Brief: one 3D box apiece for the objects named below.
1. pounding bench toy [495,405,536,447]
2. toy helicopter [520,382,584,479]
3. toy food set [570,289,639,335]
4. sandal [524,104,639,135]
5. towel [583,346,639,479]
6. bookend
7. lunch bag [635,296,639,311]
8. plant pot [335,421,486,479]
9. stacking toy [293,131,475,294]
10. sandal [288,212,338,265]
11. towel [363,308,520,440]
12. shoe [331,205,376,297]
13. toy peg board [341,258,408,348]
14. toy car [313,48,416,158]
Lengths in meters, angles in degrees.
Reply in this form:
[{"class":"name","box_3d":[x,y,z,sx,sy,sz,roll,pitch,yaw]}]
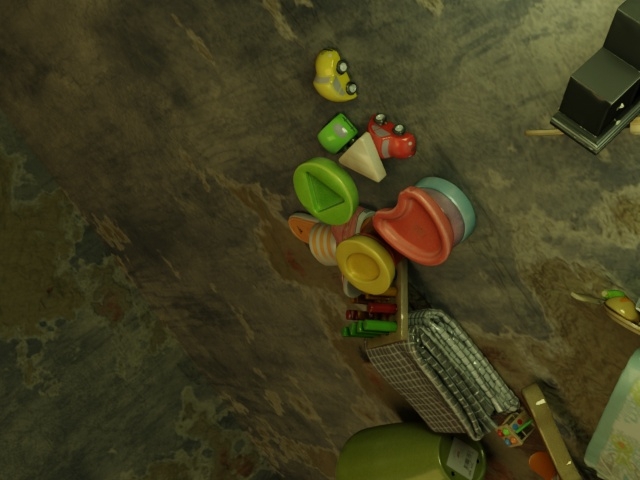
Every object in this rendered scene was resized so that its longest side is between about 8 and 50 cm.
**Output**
[{"class":"pounding bench toy","box_3d":[0.391,0.367,2.185,0.052,0.065,0.083,49,155,0]},{"class":"toy helicopter","box_3d":[0.464,0.433,2.087,0.235,0.140,0.355,-1,-112,-85]},{"class":"toy food set","box_3d":[0.480,0.115,1.655,0.132,0.039,0.192,13,-163,-45]},{"class":"sandal","box_3d":[0.374,-0.178,1.450,0.240,0.088,0.079,5,100,48]},{"class":"towel","box_3d":[0.604,0.356,1.801,0.320,0.090,0.374,34,152,22]},{"class":"bookend","box_3d":[0.359,-0.209,1.302,0.072,0.156,0.157,39,153,20]},{"class":"lunch bag","box_3d":[0.493,0.068,1.580,0.053,0.071,0.083,43,156,21]},{"class":"plant pot","box_3d":[0.228,0.516,2.486,0.275,0.275,0.293,51,139,-4]},{"class":"stacking toy","box_3d":[0.116,-0.071,1.960,0.279,0.130,0.309,53,144,-9]},{"class":"sandal","box_3d":[0.004,0.008,2.292,0.265,0.076,0.102,12,137,52]},{"class":"towel","box_3d":[0.234,0.277,2.249,0.284,0.121,0.235,52,156,-6]},{"class":"shoe","box_3d":[0.061,0.017,2.159,0.081,0.063,0.178,26,111,48]},{"class":"toy peg board","box_3d":[0.102,0.124,2.189,0.161,0.079,0.161,154,119,-64]},{"class":"toy car","box_3d":[0.044,-0.201,1.953,0.239,0.053,0.225,48,155,1]}]
